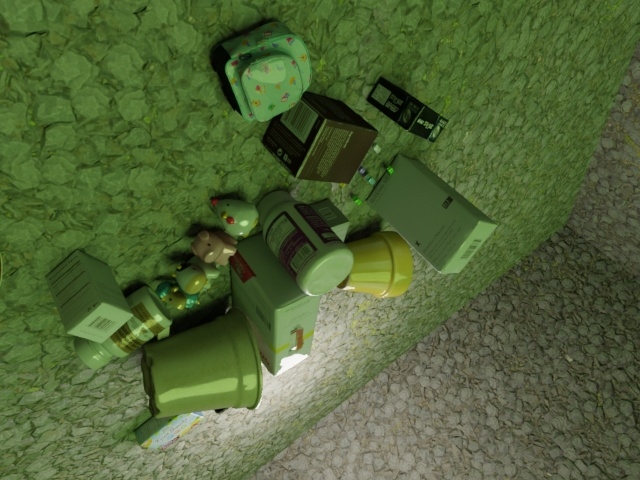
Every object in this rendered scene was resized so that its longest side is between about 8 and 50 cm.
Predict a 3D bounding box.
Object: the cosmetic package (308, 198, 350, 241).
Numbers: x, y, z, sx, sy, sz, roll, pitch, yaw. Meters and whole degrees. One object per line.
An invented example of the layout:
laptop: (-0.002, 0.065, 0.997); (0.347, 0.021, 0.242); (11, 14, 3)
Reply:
cosmetic package: (0.000, 0.000, 1.574); (0.107, 0.127, 0.238); (-21, 144, -30)

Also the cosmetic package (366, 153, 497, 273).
cosmetic package: (0.362, -0.093, 1.603); (0.156, 0.385, 0.217); (3, 125, -50)

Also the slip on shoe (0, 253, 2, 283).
slip on shoe: (-0.670, 0.009, 0.894); (0.123, 0.101, 0.331); (-16, 142, -37)

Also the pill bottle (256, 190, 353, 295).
pill bottle: (-0.057, -0.004, 1.340); (0.169, 0.301, 0.169); (-27, 145, -21)

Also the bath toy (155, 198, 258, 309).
bath toy: (-0.304, 0.027, 1.292); (0.129, 0.151, 0.348); (32, 107, -21)

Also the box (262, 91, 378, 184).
box: (-0.001, -0.260, 1.214); (0.203, 0.168, 0.167); (-1, 129, -46)

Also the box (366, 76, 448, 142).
box: (0.242, -0.363, 1.338); (0.147, 0.180, 0.078); (5, 125, -50)

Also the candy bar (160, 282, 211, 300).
candy bar: (-0.401, 0.152, 1.432); (0.161, 0.018, 0.040); (-10, 137, -39)

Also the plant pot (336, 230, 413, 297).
plant pot: (0.176, 0.092, 1.786); (0.238, 0.254, 0.254); (-2, 133, -24)

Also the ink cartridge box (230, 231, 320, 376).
ink cartridge box: (-0.151, 0.202, 1.515); (0.160, 0.279, 0.385); (-24, 145, -28)

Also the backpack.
backpack: (-0.109, -0.357, 1.012); (0.188, 0.144, 0.166); (-36, 143, -14)

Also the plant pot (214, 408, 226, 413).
plant pot: (-0.350, 0.543, 1.821); (0.188, 0.187, 0.167); (-27, 157, -22)

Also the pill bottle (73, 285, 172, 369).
pill bottle: (-0.531, 0.238, 1.290); (0.229, 0.131, 0.131); (-35, 148, -9)

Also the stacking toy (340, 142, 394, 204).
stacking toy: (0.139, -0.216, 1.536); (0.167, 0.052, 0.221); (-43, 150, 6)

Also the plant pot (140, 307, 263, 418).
plant pot: (-0.385, 0.404, 1.499); (0.305, 0.334, 0.334); (-8, 136, -29)

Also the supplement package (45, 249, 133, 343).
supplement package: (-0.535, 0.129, 1.107); (0.105, 0.179, 0.105); (-41, 148, 0)

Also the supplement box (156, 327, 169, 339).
supplement box: (-0.475, 0.238, 1.415); (0.036, 0.062, 0.099); (-17, 140, -35)

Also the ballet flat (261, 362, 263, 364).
ballet flat: (-0.180, 0.433, 1.954); (0.240, 0.091, 0.077); (-24, 122, -32)

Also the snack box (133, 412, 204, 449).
snack box: (-0.588, 0.720, 1.873); (0.207, 0.070, 0.174); (-38, 148, -7)
